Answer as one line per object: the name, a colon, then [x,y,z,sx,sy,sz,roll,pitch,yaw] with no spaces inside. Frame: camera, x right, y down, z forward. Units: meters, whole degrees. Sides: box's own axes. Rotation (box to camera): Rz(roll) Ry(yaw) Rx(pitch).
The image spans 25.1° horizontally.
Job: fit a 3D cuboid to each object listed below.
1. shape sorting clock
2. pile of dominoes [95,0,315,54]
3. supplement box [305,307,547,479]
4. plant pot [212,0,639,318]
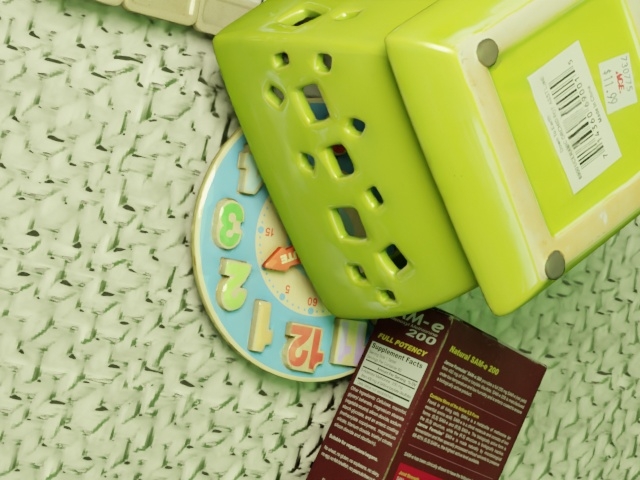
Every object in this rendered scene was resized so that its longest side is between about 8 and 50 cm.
shape sorting clock: [0.000,0.000,1.040,0.206,0.040,0.206,-4,98,-32]
pile of dominoes: [-0.086,-0.241,0.975,0.251,0.040,0.196,10,89,-41]
supplement box: [0.063,0.173,1.060,0.130,0.073,0.239,29,84,-44]
plant pot: [0.102,-0.085,0.954,0.227,0.207,0.228,-34,113,-28]
